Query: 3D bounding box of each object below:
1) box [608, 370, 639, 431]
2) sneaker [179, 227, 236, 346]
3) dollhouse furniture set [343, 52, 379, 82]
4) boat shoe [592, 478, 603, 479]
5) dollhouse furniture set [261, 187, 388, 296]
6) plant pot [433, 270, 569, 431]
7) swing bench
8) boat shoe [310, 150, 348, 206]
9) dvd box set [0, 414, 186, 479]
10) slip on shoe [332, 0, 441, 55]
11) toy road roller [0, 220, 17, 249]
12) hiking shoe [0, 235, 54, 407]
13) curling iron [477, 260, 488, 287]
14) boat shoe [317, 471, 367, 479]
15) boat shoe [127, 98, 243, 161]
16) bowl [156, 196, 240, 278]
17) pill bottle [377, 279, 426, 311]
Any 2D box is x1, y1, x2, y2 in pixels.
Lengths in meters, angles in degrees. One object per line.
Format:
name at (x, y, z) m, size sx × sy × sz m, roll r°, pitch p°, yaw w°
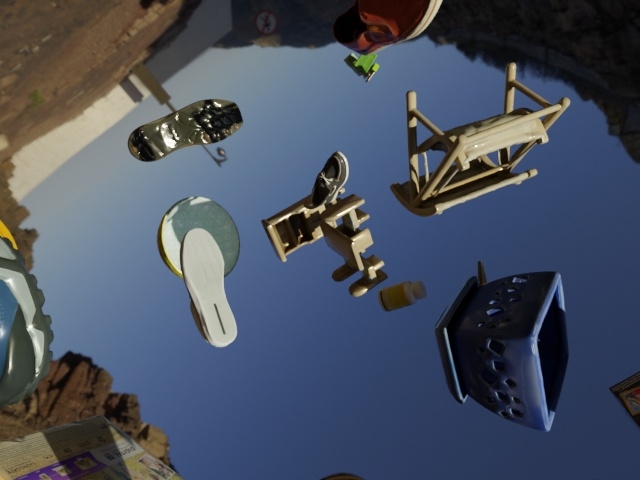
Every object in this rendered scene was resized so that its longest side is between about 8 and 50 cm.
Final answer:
box at (0.669, 0.322, 0.912) m, size 0.163 × 0.247 × 0.142 m, roll -37°, pitch -136°, yaw 14°
sneaker at (-0.255, 0.105, 1.068) m, size 0.094 × 0.257 × 0.091 m, roll -9°, pitch 173°, yaw -37°
dollhouse furniture set at (0.098, -0.448, 1.298) m, size 0.058 × 0.076 × 0.152 m, roll -56°, pitch -165°, yaw -4°
boat shoe at (0.519, 0.440, 0.804) m, size 0.170 × 0.063 × 0.059 m, roll -6°, pitch -114°, yaw 64°
dollhouse furniture set at (0.000, 0.000, 1.113) m, size 0.161 × 0.212 × 0.242 m, roll -31°, pitch -146°, yaw -16°
plant pot at (0.372, 0.210, 1.024) m, size 0.212 × 0.235 × 0.236 m, roll 1°, pitch -151°, yaw 38°
swing bench at (0.299, -0.176, 0.982) m, size 0.254 × 0.254 × 0.165 m, roll -21°, pitch -127°, yaw -18°
boat shoe at (0.012, -0.103, 0.860) m, size 0.038 × 0.046 × 0.125 m, roll -31°, pitch 164°, yaw -30°
dvd box set at (-0.278, 0.428, 0.750) m, size 0.062 × 0.421 × 0.307 m, roll -59°, pitch 167°, yaw -4°
slip on shoe at (0.126, -0.446, 0.959) m, size 0.102 × 0.122 × 0.331 m, roll 2°, pitch 180°, yaw -25°
toy road roller at (-0.541, 0.067, 0.593) m, size 0.241 × 0.202 × 0.330 m, roll -12°, pitch -158°, yaw 49°
hiking shoe at (-0.314, 0.003, 0.335) m, size 0.113 × 0.303 × 0.132 m, roll -26°, pitch -169°, yaw 23°
curling iron at (0.480, 0.130, 1.455) m, size 0.035 × 0.068 × 0.274 m, roll 11°, pitch -154°, yaw 11°
boat shoe at (-0.014, 0.415, 0.600) m, size 0.122 × 0.110 × 0.341 m, roll 23°, pitch -161°, yaw 20°
boat shoe at (-0.386, -0.320, 1.407) m, size 0.324 × 0.122 × 0.120 m, roll -20°, pitch -158°, yaw -16°
bowl at (-0.430, 0.010, 1.661) m, size 0.156 × 0.289 × 0.289 m, roll -15°, pitch -148°, yaw 44°
pill bottle at (0.215, 0.143, 1.304) m, size 0.117 × 0.065 × 0.065 m, roll -21°, pitch -152°, yaw 27°
